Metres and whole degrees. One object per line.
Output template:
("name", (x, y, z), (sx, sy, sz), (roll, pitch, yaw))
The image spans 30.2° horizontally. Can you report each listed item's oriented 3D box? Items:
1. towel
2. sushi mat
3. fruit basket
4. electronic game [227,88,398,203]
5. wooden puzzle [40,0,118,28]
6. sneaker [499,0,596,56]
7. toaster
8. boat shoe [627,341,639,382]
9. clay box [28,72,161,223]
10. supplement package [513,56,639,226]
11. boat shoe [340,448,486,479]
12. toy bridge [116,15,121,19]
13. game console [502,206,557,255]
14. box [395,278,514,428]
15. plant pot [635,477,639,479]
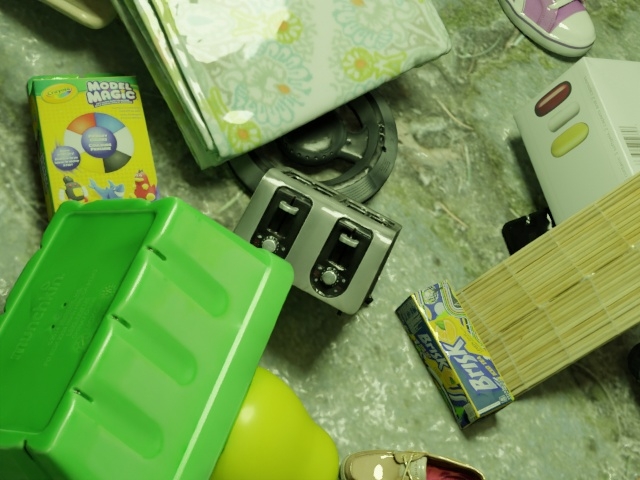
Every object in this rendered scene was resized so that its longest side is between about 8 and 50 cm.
("towel", (-0.059, -0.301, 1.458), (0.374, 0.090, 0.321), (-28, 96, -19))
("sushi mat", (0.318, 0.050, 1.426), (0.151, 0.316, 0.019), (59, 18, 12))
("fruit basket", (-0.156, 0.177, 1.232), (0.392, 0.282, 0.392), (1, 88, -56))
("electronic game", (-0.014, -0.135, 1.512), (0.229, 0.048, 0.229), (4, 64, -9))
("wooden puzzle", (-0.320, -0.465, 1.502), (0.322, 0.080, 0.348), (29, 65, 9))
("sneaker", (0.316, -0.404, 1.697), (0.102, 0.161, 0.282), (-31, 79, -31))
("toaster", (0.000, 0.000, 1.373), (0.168, 0.185, 0.110), (28, 97, 6))
("boat shoe", (0.541, 0.170, 1.527), (0.302, 0.091, 0.114), (13, 97, -17))
("clay box", (-0.270, -0.113, 1.409), (0.127, 0.053, 0.222), (-6, 68, -22))
("supplement package", (0.408, -0.087, 1.556), (0.204, 0.145, 0.262), (-2, 64, -36))
("boat shoe", (0.109, 0.265, 1.351), (0.170, 0.059, 0.063), (9, 62, -15))
("toy bridge", (-0.254, -0.314, 1.529), (0.188, 0.026, 0.063), (13, 59, -13))
("game console", (0.310, 0.024, 1.569), (0.107, 0.071, 0.122), (-20, 70, 5))
("box", (0.162, 0.137, 1.436), (0.059, 0.054, 0.169), (-21, 74, -26))
("plant pot", (0.383, 0.380, 1.283), (0.290, 0.291, 0.203), (-24, 57, -28))
